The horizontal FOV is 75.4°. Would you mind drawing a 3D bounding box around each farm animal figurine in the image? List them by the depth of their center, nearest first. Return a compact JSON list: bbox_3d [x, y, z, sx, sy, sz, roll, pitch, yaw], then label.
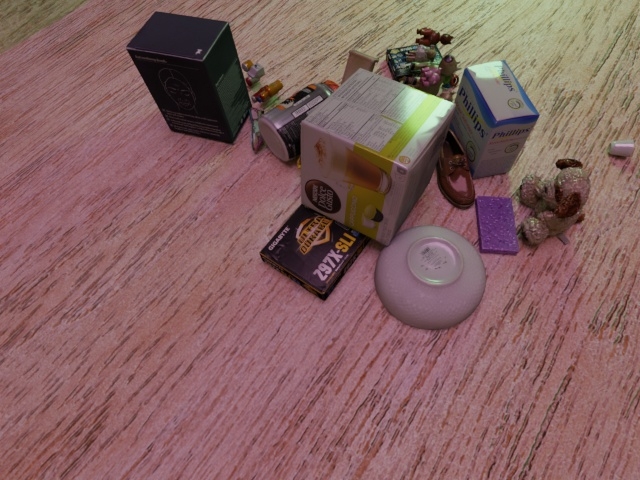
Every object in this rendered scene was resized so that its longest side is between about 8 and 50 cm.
[{"bbox_3d":[0.427,-0.602,1.545,0.172,0.327,0.330,0,95,-4],"label":"farm animal figurine"}]

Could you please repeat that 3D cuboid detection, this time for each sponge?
[{"bbox_3d":[0.584,-0.053,1.376,0.117,0.031,0.210,3,61,6],"label":"sponge"}]

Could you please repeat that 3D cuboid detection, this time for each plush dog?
[{"bbox_3d":[0.756,-0.127,1.291,0.211,0.225,0.262,9,62,9],"label":"plush dog"}]

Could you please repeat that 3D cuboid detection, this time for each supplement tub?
[{"bbox_3d":[-0.058,-0.454,1.551,0.316,0.193,0.193,-38,65,-16],"label":"supplement tub"}]

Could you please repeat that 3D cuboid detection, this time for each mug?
[{"bbox_3d":[1.071,-0.331,1.485,0.064,0.078,0.062,7,94,18],"label":"mug"}]

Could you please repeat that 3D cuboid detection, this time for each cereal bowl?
[{"bbox_3d":[0.336,0.092,1.254,0.339,0.141,0.338,-2,62,4],"label":"cereal bowl"}]

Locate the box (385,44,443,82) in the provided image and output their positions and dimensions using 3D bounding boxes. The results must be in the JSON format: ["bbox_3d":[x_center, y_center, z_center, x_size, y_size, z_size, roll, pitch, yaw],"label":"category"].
[{"bbox_3d":[0.405,-0.756,1.762,0.220,0.051,0.175,-10,61,-1],"label":"box"}]

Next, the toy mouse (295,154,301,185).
[{"bbox_3d":[-0.027,-0.252,1.514,0.143,0.031,0.161,30,83,-17],"label":"toy mouse"}]

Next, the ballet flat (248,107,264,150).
[{"bbox_3d":[-0.239,-0.445,1.631,0.079,0.077,0.221,-7,57,-4],"label":"ballet flat"}]

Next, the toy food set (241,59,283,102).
[{"bbox_3d":[-0.264,-0.647,1.717,0.104,0.111,0.232,-41,69,-17],"label":"toy food set"}]

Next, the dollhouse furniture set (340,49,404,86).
[{"bbox_3d":[0.191,-0.637,1.598,0.212,0.161,0.242,31,36,20],"label":"dollhouse furniture set"}]

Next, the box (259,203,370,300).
[{"bbox_3d":[0.000,0.000,1.365,0.257,0.079,0.322,32,68,18],"label":"box"}]

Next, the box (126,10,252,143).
[{"bbox_3d":[-0.462,-0.593,1.542,0.294,0.395,0.211,15,64,11],"label":"box"}]

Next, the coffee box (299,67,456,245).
[{"bbox_3d":[0.161,-0.258,1.279,0.334,0.337,0.338,28,57,17],"label":"coffee box"}]

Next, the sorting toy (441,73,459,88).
[{"bbox_3d":[0.520,-0.657,1.696,0.102,0.061,0.042,3,22,-33],"label":"sorting toy"}]

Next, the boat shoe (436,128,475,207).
[{"bbox_3d":[0.464,-0.260,1.455,0.111,0.104,0.307,-13,61,-3],"label":"boat shoe"}]

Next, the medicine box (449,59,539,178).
[{"bbox_3d":[0.575,-0.408,1.422,0.149,0.289,0.263,-12,61,-2],"label":"medicine box"}]
